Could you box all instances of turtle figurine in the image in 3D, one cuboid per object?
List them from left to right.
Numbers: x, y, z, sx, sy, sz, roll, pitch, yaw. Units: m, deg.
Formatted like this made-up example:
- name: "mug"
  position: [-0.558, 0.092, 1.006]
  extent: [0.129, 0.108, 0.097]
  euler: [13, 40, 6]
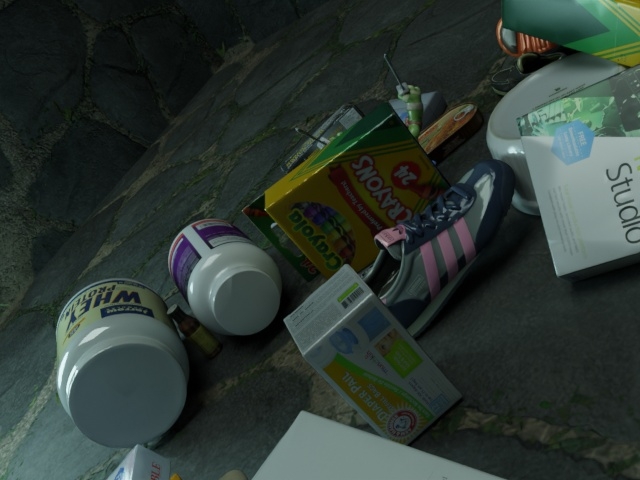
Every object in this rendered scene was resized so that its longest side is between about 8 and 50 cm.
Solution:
- name: "turtle figurine"
  position: [0.090, -0.224, 1.350]
  extent: [0.198, 0.274, 0.266]
  euler: [-63, 15, 0]

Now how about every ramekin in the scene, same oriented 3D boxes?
- name: "ramekin"
  position: [0.381, -0.175, 1.087]
  extent: [0.273, 0.127, 0.273]
  euler: [-32, 26, 17]

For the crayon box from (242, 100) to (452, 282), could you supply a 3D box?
- name: "crayon box"
  position: [0.048, -0.060, 1.222]
  extent: [0.318, 0.202, 0.081]
  euler: [-36, 25, 13]

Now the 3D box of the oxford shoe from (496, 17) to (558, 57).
- name: "oxford shoe"
  position: [0.520, -0.442, 1.348]
  extent: [0.363, 0.130, 0.132]
  euler: [6, 32, 46]

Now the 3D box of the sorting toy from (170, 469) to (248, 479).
- name: "sorting toy"
  position: [-0.156, 0.421, 0.945]
  extent: [0.196, 0.047, 0.347]
  euler: [-38, 24, -5]

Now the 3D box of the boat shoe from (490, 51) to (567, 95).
- name: "boat shoe"
  position: [0.407, -0.328, 1.369]
  extent: [0.080, 0.073, 0.223]
  euler: [-46, 25, -12]

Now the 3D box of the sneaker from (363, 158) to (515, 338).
- name: "sneaker"
  position: [0.157, -0.002, 1.034]
  extent: [0.319, 0.131, 0.112]
  euler: [-56, 27, 0]

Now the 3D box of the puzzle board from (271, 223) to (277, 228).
- name: "puzzle board"
  position: [-0.092, -0.080, 1.731]
  extent: [0.096, 0.011, 0.128]
  euler: [-34, 26, 12]

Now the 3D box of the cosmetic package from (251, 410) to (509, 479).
- name: "cosmetic package"
  position: [0.108, 0.293, 0.588]
  extent: [0.385, 0.217, 0.156]
  euler: [-4, 43, 54]

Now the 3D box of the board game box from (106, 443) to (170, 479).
- name: "board game box"
  position: [-0.322, 0.493, 0.946]
  extent: [0.318, 0.066, 0.319]
  euler: [-49, 23, 15]

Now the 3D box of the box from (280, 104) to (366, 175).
- name: "box"
  position: [0.005, -0.234, 1.736]
  extent: [0.231, 0.056, 0.183]
  euler: [-43, 13, 3]

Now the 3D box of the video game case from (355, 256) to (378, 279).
- name: "video game case"
  position: [0.140, -0.008, 1.273]
  extent: [0.201, 0.023, 0.183]
  euler: [-34, 25, 16]

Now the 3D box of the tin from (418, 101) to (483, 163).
- name: "tin"
  position: [0.245, -0.208, 1.443]
  extent: [0.189, 0.040, 0.106]
  euler: [-39, 29, 2]

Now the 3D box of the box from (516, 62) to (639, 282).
- name: "box"
  position: [0.417, -0.105, 0.858]
  extent: [0.322, 0.058, 0.232]
  euler: [-22, 67, 33]

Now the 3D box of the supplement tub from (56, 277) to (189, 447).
- name: "supplement tub"
  position: [-0.380, 0.225, 1.357]
  extent: [0.235, 0.235, 0.325]
  euler: [-42, 25, -5]

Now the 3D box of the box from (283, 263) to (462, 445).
- name: "box"
  position: [0.066, 0.149, 0.896]
  extent: [0.114, 0.203, 0.103]
  euler: [-42, 24, 0]

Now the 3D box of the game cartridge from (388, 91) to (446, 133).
- name: "game cartridge"
  position: [0.145, -0.220, 1.586]
  extent: [0.297, 0.062, 0.198]
  euler: [-50, 22, -20]

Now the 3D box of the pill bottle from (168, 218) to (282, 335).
- name: "pill bottle"
  position: [-0.187, 0.074, 1.405]
  extent: [0.181, 0.181, 0.323]
  euler: [-43, 25, -6]

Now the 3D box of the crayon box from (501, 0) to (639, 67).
- name: "crayon box"
  position: [0.516, -0.397, 1.075]
  extent: [0.363, 0.106, 0.313]
  euler: [-32, 43, -20]

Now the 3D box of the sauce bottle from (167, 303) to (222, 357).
- name: "sauce bottle"
  position: [-0.245, 0.175, 1.380]
  extent: [0.042, 0.128, 0.042]
  euler: [-30, 26, 16]
